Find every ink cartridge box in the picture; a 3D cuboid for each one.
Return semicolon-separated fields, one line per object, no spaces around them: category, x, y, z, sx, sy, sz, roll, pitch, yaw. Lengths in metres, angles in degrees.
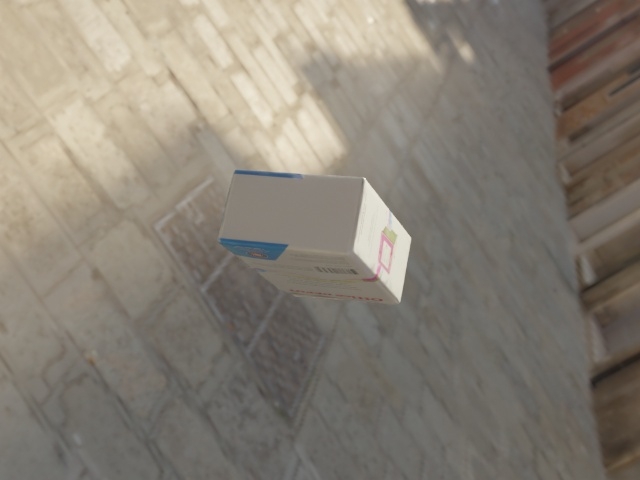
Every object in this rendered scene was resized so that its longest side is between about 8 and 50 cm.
ink cartridge box;0.000;0.000;0.754;0.122;0.089;0.052;47;51;-64
